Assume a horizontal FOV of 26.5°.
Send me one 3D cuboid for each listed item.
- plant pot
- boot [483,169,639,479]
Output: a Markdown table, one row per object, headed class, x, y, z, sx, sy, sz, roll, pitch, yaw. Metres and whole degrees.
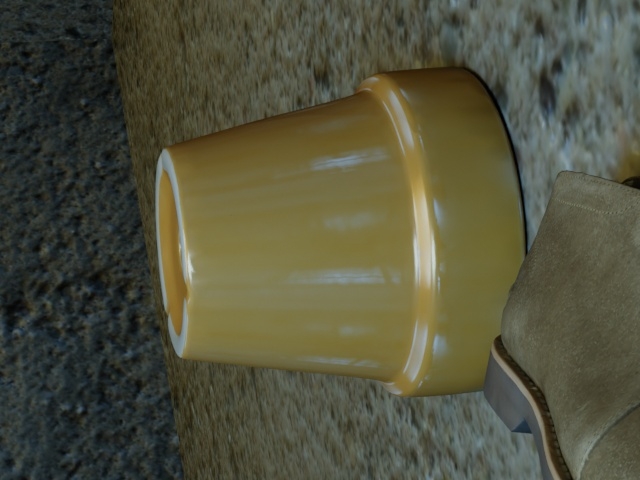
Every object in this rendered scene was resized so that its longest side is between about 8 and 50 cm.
| class | x | y | z | sx | sy | sz | roll | pitch | yaw |
| --- | --- | --- | --- | --- | --- | --- | --- | --- | --- |
| plant pot | 0.000 | 0.000 | 0.833 | 0.205 | 0.188 | 0.205 | 176 | 90 | -76 |
| boot | 0.137 | 0.043 | 0.493 | 0.305 | 0.112 | 0.115 | -136 | 53 | -72 |
